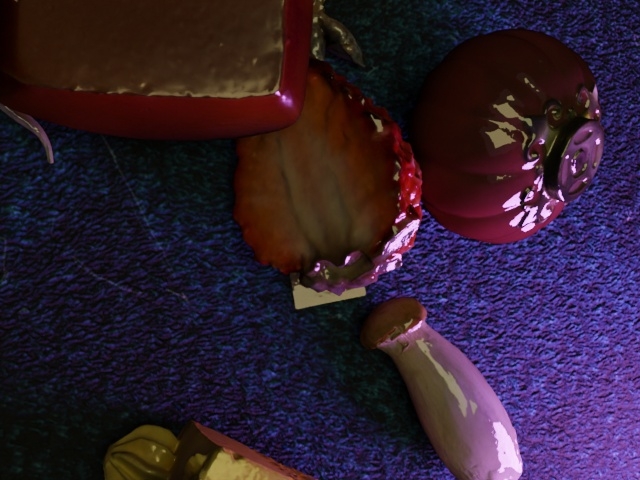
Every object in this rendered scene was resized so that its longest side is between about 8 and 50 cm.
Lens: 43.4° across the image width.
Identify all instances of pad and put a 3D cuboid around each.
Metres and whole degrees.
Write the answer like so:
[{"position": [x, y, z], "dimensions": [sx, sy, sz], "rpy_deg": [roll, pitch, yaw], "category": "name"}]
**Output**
[{"position": [0.000, 0.000, 1.189], "dimensions": [0.113, 0.006, 0.188], "rpy_deg": [-11, 93, -16], "category": "pad"}]

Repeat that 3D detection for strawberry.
[{"position": [0.011, -0.098, 1.106], "dimensions": [0.149, 0.265, 0.336], "rpy_deg": [-4, 69, -59], "category": "strawberry"}]

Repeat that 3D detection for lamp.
[{"position": [0.258, -0.145, 1.137], "dimensions": [0.303, 0.257, 0.303], "rpy_deg": [-21, 124, -35], "category": "lamp"}]

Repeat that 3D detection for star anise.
[{"position": [-0.025, -0.320, 1.146], "dimensions": [0.171, 0.063, 0.208], "rpy_deg": [-13, 95, -17], "category": "star anise"}]

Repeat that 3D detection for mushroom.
[{"position": [-0.413, -0.243, 1.029], "dimensions": [0.068, 0.043, 0.306], "rpy_deg": [-11, 96, 6], "category": "mushroom"}, {"position": [0.189, 0.234, 1.198], "dimensions": [0.128, 0.128, 0.350], "rpy_deg": [-39, 99, -15], "category": "mushroom"}]

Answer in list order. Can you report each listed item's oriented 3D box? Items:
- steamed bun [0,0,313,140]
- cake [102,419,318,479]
[{"position": [-0.202, -0.244, 0.989], "dimensions": [0.379, 0.248, 0.235], "rpy_deg": [2, 86, -4], "category": "steamed bun"}, {"position": [-0.146, 0.366, 1.028], "dimensions": [0.286, 0.227, 0.222], "rpy_deg": [28, 77, -19], "category": "cake"}]
